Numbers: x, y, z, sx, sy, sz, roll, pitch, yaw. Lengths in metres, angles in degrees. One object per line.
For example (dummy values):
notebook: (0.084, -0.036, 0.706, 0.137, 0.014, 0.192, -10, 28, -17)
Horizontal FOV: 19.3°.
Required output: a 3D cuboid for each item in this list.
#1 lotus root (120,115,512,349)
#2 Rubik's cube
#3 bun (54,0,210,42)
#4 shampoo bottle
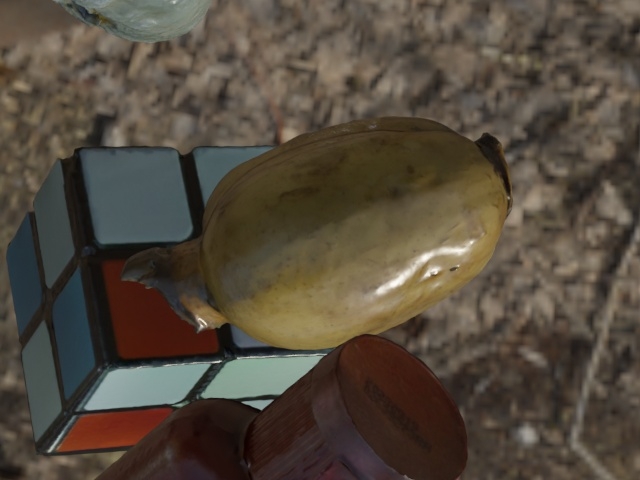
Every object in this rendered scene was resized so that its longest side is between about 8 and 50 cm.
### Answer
lotus root: (0.000, 0.000, 1.029, 0.221, 0.118, 0.125, -21, 180, -3)
Rubik's cube: (-0.110, 0.043, 1.333, 0.180, 0.167, 0.183, -1, 154, -27)
bun: (-0.079, -0.103, 0.698, 0.083, 0.045, 0.083, 33, 170, 7)
shampoo bottle: (-0.068, 0.153, 0.802, 0.118, 0.076, 0.314, 46, 121, -5)
